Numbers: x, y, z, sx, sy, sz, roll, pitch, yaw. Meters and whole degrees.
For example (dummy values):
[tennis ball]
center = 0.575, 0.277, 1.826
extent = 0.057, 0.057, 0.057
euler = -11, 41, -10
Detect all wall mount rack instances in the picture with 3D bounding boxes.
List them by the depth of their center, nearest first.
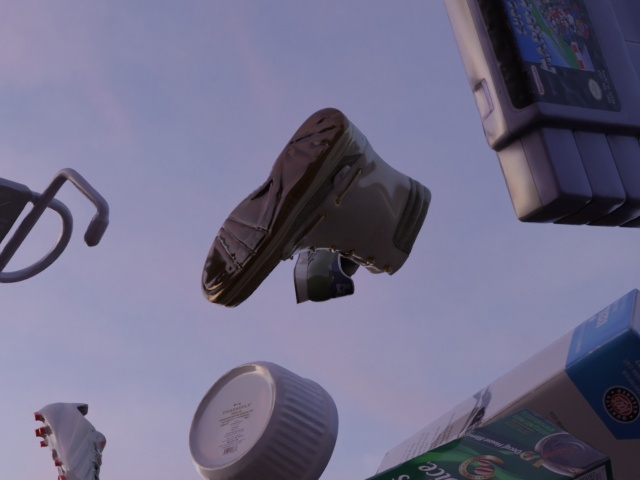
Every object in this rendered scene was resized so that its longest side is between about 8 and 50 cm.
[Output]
[wall mount rack]
center = -0.366, 0.049, 1.254
extent = 0.304, 0.130, 0.350
euler = -54, -33, 13

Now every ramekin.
[ramekin]
center = -0.087, 0.264, 1.838
extent = 0.207, 0.207, 0.109
euler = -27, -49, 29

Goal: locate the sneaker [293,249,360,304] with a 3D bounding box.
[sneaker]
center = 0.015, 0.024, 1.797
extent = 0.086, 0.192, 0.064
euler = -3, -60, 7

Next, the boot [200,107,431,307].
[boot]
center = 0.000, 0.000, 1.265
extent = 0.165, 0.077, 0.213
euler = 36, -89, -40

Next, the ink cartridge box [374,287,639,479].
[ink cartridge box]
center = 0.229, 0.228, 1.228
extent = 0.307, 0.129, 0.223
euler = -37, -86, 21

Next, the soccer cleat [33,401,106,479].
[soccer cleat]
center = -0.290, 0.267, 1.616
extent = 0.076, 0.196, 0.068
euler = -11, -47, -23

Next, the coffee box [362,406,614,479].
[coffee box]
center = 0.112, 0.189, 0.984
extent = 0.184, 0.113, 0.040
euler = -20, -68, -21

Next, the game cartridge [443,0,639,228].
[game cartridge]
center = 0.189, -0.179, 1.024
extent = 0.230, 0.355, 0.068
euler = 4, -26, -43
